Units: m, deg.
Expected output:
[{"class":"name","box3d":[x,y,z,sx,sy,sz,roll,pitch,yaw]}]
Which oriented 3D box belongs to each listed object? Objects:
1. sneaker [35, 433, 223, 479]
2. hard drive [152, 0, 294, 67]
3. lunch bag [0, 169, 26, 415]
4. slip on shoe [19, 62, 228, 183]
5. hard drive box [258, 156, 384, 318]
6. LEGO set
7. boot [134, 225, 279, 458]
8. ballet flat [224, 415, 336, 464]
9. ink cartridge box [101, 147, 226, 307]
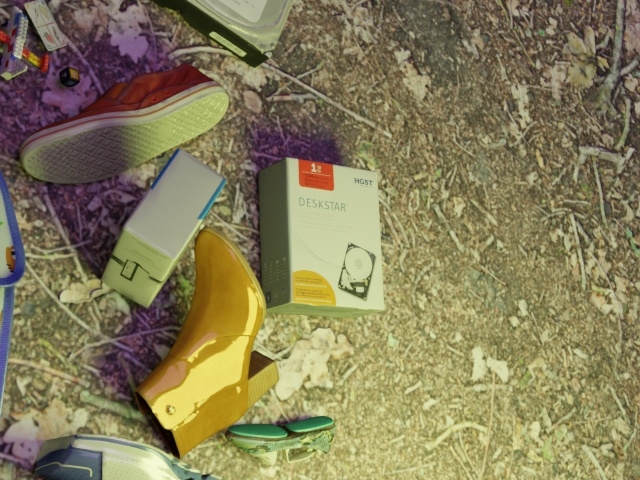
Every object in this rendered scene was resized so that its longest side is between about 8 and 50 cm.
[{"class":"sneaker","box3d":[-0.235,0.384,1.557,0.315,0.127,0.182,27,62,-27]},{"class":"hard drive","box3d":[-0.132,-0.483,1.895,0.237,0.064,0.339,32,61,-24]},{"class":"lunch bag","box3d":[-0.528,0.065,1.321,0.327,0.239,0.386,16,75,-48]},{"class":"slip on shoe","box3d":[-0.292,-0.174,1.689,0.331,0.123,0.101,-27,61,-31]},{"class":"hard drive box","box3d":[0.000,0.000,1.840,0.181,0.089,0.232,6,74,-33]},{"class":"LEGO set","box3d":[-0.419,-0.322,1.621,0.244,0.060,0.182,64,29,-8]},{"class":"boot","box3d":[-0.177,0.150,1.632,0.211,0.104,0.295,-33,121,-32]},{"class":"ballet flat","box3d":[-0.058,0.306,1.740,0.188,0.070,0.070,0,78,-30]},{"class":"ink cartridge box","box3d":[-0.221,-0.013,1.614,0.086,0.203,0.148,32,62,-4]}]
